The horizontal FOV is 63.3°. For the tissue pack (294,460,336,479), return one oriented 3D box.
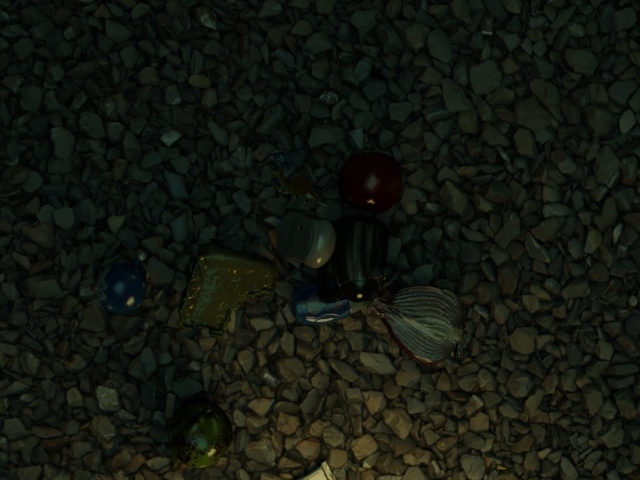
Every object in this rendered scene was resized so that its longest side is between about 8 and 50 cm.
[{"bbox_3d":[-0.035,0.889,1.857,0.193,0.026,0.123,-30,93,-5],"label":"tissue pack"}]

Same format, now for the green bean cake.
[{"bbox_3d":[-0.316,0.170,1.753,0.284,0.202,0.310,23,89,-18],"label":"green bean cake"}]

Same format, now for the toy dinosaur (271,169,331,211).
[{"bbox_3d":[-0.071,-0.176,1.845,0.211,0.057,0.143,3,71,-17],"label":"toy dinosaur"}]

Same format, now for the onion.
[{"bbox_3d":[0.324,0.274,1.831,0.348,0.159,0.267,22,76,1],"label":"onion"}]

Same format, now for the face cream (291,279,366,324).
[{"bbox_3d":[0.036,0.213,1.832,0.263,0.083,0.149,-11,82,-6],"label":"face cream"}]

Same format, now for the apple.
[{"bbox_3d":[0.170,-0.198,1.779,0.218,0.218,0.202,9,92,-6],"label":"apple"}]

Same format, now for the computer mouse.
[{"bbox_3d":[-0.037,-0.007,1.740,0.121,0.296,0.184,9,90,-28],"label":"computer mouse"}]

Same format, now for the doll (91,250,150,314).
[{"bbox_3d":[-0.636,0.135,1.681,0.161,0.257,0.215,23,92,-13],"label":"doll"}]

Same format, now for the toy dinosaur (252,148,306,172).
[{"bbox_3d":[-0.141,-0.285,1.827,0.197,0.045,0.080,-15,67,-15],"label":"toy dinosaur"}]

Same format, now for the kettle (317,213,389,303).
[{"bbox_3d":[0.106,0.079,1.729,0.250,0.207,0.271,-1,55,6],"label":"kettle"}]

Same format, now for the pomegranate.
[{"bbox_3d":[-0.430,0.656,1.729,0.276,0.222,0.204,-32,111,13],"label":"pomegranate"}]
